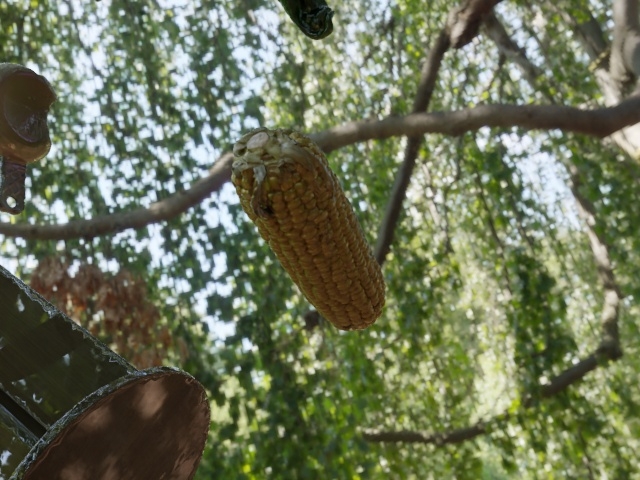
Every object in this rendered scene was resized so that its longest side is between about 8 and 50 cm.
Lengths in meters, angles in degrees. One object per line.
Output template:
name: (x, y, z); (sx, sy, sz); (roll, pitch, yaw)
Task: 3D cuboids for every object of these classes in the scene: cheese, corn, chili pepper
cheese: (-0.560, -0.183, 1.503); (0.082, 0.286, 0.163); (-14, -18, 35)
corn: (0.000, 0.000, 0.863); (0.106, 0.106, 0.293); (-23, -46, 11)
chili pepper: (-0.045, -0.467, 1.448); (0.100, 0.256, 0.074); (-24, -3, 5)

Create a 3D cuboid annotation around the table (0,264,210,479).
table: (-0.211, 0.103, 0.543); (0.167, 0.227, 0.167); (-40, -34, -34)
